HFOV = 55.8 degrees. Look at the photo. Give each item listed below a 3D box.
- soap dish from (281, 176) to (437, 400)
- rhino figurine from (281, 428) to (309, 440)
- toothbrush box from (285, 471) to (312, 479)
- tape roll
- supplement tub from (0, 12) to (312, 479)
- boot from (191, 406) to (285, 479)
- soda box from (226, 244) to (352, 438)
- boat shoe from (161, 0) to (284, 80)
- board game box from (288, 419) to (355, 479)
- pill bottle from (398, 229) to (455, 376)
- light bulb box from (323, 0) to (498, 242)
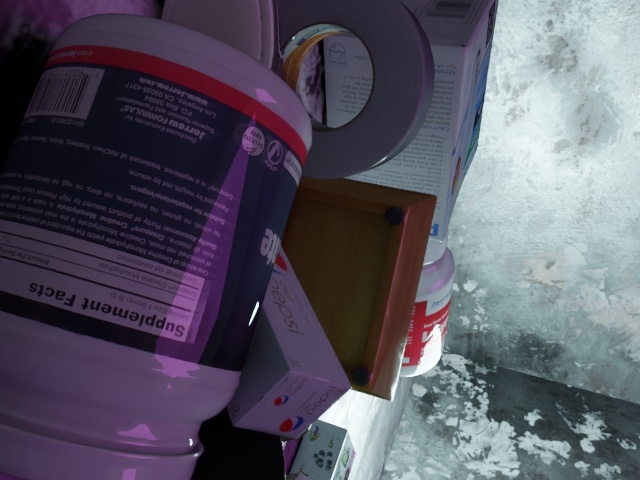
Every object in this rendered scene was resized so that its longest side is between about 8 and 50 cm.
[{"bbox_3d":[0.015,0.057,0.832,0.118,0.229,0.290,3,99,-74],"label":"soap dish"},{"bbox_3d":[-0.075,0.140,0.756,0.073,0.106,0.243,11,67,-81],"label":"rhino figurine"},{"bbox_3d":[-0.057,0.373,0.637,0.206,0.122,0.283,-55,-179,-27],"label":"toothbrush box"},{"bbox_3d":[0.014,-0.180,0.679,0.072,0.219,0.219,-27,127,-68],"label":"tape roll"},{"bbox_3d":[-0.128,0.009,0.417,0.191,0.191,0.272,47,58,-69],"label":"supplement tub"},{"bbox_3d":[-0.109,0.226,0.589,0.096,0.264,0.280,-16,141,-22],"label":"boot"},{"bbox_3d":[-0.058,0.057,0.523,0.074,0.216,0.069,28,112,-42],"label":"soda box"},{"bbox_3d":[-0.087,-0.140,0.591,0.091,0.109,0.305,-53,156,-54],"label":"boat shoe"},{"bbox_3d":[-0.019,0.574,1.325,0.224,0.098,0.303,75,33,-56],"label":"board game box"},{"bbox_3d":[0.205,0.123,1.477,0.229,0.229,0.407,-59,155,-45],"label":"pill bottle"},{"bbox_3d":[0.171,-0.253,1.105,0.358,0.225,0.361,-59,154,-45],"label":"light bulb box"}]
